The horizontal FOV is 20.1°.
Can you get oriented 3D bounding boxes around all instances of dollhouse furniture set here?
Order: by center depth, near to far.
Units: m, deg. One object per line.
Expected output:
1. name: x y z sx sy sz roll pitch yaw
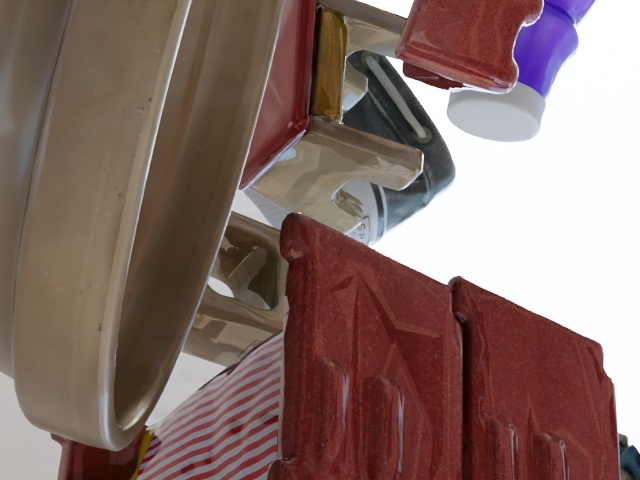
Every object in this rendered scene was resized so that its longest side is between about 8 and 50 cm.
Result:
1. dollhouse furniture set: 0.000 0.000 0.783 0.152 0.201 0.374 22 -130 -26

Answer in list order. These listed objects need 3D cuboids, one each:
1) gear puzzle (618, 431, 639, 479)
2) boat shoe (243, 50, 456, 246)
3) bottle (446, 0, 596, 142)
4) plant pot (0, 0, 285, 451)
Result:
1. gear puzzle: 0.301 0.312 1.427 0.044 0.339 0.175 -31 -155 -24
2. boat shoe: -0.039 -0.132 1.147 0.119 0.121 0.335 -23 -109 -29
3. bottle: 0.149 -0.209 1.281 0.118 0.092 0.282 15 -109 0
4. plant pot: -0.082 -0.060 0.588 0.110 0.237 0.237 16 -136 4
